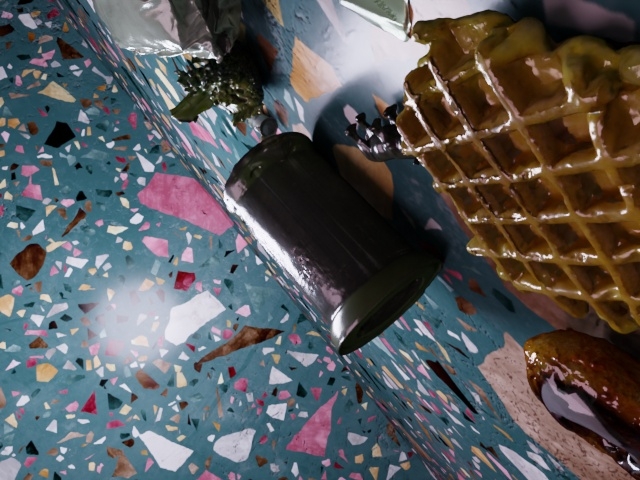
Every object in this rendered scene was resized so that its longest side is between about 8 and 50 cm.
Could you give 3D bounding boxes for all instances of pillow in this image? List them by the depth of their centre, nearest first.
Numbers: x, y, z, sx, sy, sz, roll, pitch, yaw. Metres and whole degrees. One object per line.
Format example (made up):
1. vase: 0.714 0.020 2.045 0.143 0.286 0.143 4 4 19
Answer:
1. pillow: -0.225 -0.374 0.631 0.310 0.138 0.283 28 140 45

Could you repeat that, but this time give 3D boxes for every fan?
1. fan: 0.006 -0.281 0.460 0.240 0.009 0.131 50 164 8

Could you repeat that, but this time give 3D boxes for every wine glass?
1. wine glass: -0.111 -0.216 0.931 0.083 0.039 0.042 37 149 52

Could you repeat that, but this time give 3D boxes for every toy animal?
1. toy animal: 0.083 -0.116 0.559 0.065 0.047 0.136 51 161 -22

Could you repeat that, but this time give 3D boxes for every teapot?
1. teapot: 0.000 0.000 0.800 0.337 0.200 0.270 48 160 21

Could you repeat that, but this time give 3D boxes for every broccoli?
1. broccoli: -0.169 -0.244 0.799 0.154 0.160 0.167 40 -166 -34

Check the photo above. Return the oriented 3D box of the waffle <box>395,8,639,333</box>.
1. waffle: 0.175 -0.042 0.402 0.282 0.058 0.300 29 157 49

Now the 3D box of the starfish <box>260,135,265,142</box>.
1. starfish: -0.047 -0.111 0.991 0.227 0.043 0.241 54 163 -22

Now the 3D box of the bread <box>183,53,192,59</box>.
1. bread: -0.256 -0.405 0.836 0.200 0.077 0.116 54 165 -18

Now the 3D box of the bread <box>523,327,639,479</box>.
1. bread: 0.322 0.180 0.484 0.269 0.095 0.139 29 160 23
